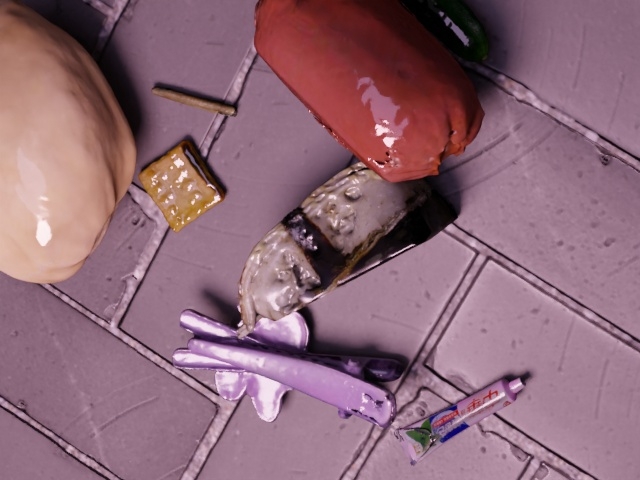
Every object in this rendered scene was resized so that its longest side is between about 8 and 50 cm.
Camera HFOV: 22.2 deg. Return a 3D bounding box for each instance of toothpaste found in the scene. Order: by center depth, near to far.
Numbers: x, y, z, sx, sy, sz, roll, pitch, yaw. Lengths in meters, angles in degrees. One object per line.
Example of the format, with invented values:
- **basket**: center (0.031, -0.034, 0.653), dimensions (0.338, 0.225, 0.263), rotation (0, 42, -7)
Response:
- **toothpaste**: center (0.156, 0.194, 1.799), dimensions (0.170, 0.028, 0.045), rotation (-33, 83, 27)

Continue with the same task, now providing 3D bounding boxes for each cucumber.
- **cucumber**: center (0.078, -0.292, 1.705), dimensions (0.056, 0.056, 0.284), rotation (-43, 81, 23)

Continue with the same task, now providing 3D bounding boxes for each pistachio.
- **pistachio**: center (-0.324, -0.110, 1.816), dimensions (0.214, 0.193, 0.318), rotation (-19, 89, -16)

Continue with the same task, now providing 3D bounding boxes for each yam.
- **yam**: center (-0.142, -0.157, 1.835), dimensions (0.107, 0.014, 0.014), rotation (16, 107, 16)

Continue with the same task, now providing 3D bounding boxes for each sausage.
- **sausage**: center (0.043, -0.182, 1.679), dimensions (0.279, 0.152, 0.152), rotation (48, 113, 15)

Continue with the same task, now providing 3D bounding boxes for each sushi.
- **sushi**: center (-0.002, 0.002, 1.756), dimensions (0.273, 0.134, 0.109), rotation (-29, 89, 23)

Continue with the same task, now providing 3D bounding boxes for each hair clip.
- **hair clip**: center (-0.030, 0.150, 1.830), dimensions (0.278, 0.090, 0.137), rotation (18, 109, 21)

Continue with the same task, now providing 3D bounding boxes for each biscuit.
- **biscuit**: center (-0.159, -0.062, 1.860), dimensions (0.081, 0.018, 0.083), rotation (-35, 88, 23)
